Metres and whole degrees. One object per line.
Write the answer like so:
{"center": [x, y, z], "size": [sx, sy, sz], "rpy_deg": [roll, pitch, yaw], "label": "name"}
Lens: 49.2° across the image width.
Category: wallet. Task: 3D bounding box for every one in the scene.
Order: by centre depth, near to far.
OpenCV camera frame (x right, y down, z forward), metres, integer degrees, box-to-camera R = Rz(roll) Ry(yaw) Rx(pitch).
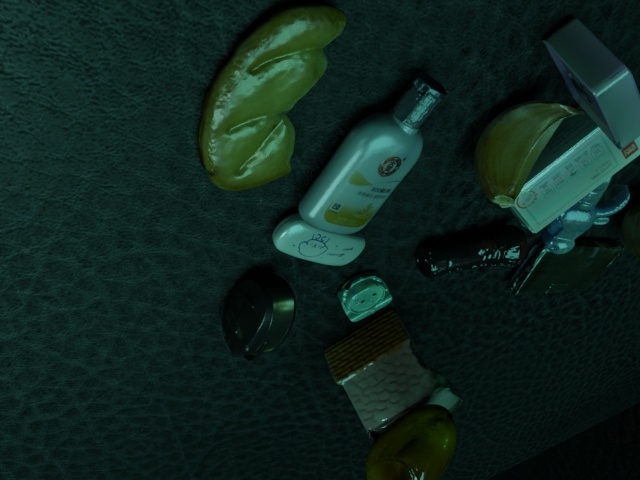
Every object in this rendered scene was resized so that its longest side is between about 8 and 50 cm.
{"center": [0.600, 0.061, 1.706], "size": [0.317, 0.044, 0.169], "rpy_deg": [1, 131, -38], "label": "wallet"}

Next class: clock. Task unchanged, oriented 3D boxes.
{"center": [0.446, -0.251, 1.125], "size": [0.063, 0.150, 0.197], "rpy_deg": [-37, 144, 16], "label": "clock"}
{"center": [0.084, 0.105, 1.402], "size": [0.101, 0.041, 0.135], "rpy_deg": [-30, 145, 1], "label": "clock"}

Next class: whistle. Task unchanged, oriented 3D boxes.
{"center": [0.530, -0.075, 1.448], "size": [0.180, 0.093, 0.269], "rpy_deg": [9, 133, -8], "label": "whistle"}

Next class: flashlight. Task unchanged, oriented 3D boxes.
{"center": [0.307, 0.023, 1.423], "size": [0.232, 0.093, 0.093], "rpy_deg": [-8, 139, -23], "label": "flashlight"}

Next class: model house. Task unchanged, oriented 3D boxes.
{"center": [0.161, 0.298, 1.532], "size": [0.202, 0.237, 0.237], "rpy_deg": [-36, 148, 7], "label": "model house"}

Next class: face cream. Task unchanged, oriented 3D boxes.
{"center": [0.088, -0.130, 1.092], "size": [0.144, 0.071, 0.291], "rpy_deg": [10, 128, -42], "label": "face cream"}

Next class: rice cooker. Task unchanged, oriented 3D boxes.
{"center": [-0.109, 0.136, 1.247], "size": [0.106, 0.112, 0.165], "rpy_deg": [-10, 141, -34], "label": "rice cooker"}

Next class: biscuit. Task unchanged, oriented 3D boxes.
{"center": [-0.078, -0.183, 0.937], "size": [0.154, 0.045, 0.299], "rpy_deg": [-4, 137, -29], "label": "biscuit"}

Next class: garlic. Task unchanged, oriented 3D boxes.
{"center": [0.333, -0.169, 1.187], "size": [0.115, 0.128, 0.207], "rpy_deg": [32, 113, -5], "label": "garlic"}

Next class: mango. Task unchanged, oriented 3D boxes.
{"center": [0.183, 0.415, 1.367], "size": [0.166, 0.136, 0.236], "rpy_deg": [-18, 145, -46], "label": "mango"}

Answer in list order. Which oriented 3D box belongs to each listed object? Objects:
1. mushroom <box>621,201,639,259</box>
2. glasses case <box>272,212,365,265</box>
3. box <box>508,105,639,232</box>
{"center": [0.855, -0.062, 1.598], "size": [0.292, 0.292, 0.290], "rpy_deg": [9, 97, -41], "label": "mushroom"}
{"center": [0.000, 0.000, 1.208], "size": [0.197, 0.049, 0.076], "rpy_deg": [17, 125, -46], "label": "glasses case"}
{"center": [0.458, -0.144, 1.303], "size": [0.269, 0.079, 0.135], "rpy_deg": [-40, 129, 13], "label": "box"}
